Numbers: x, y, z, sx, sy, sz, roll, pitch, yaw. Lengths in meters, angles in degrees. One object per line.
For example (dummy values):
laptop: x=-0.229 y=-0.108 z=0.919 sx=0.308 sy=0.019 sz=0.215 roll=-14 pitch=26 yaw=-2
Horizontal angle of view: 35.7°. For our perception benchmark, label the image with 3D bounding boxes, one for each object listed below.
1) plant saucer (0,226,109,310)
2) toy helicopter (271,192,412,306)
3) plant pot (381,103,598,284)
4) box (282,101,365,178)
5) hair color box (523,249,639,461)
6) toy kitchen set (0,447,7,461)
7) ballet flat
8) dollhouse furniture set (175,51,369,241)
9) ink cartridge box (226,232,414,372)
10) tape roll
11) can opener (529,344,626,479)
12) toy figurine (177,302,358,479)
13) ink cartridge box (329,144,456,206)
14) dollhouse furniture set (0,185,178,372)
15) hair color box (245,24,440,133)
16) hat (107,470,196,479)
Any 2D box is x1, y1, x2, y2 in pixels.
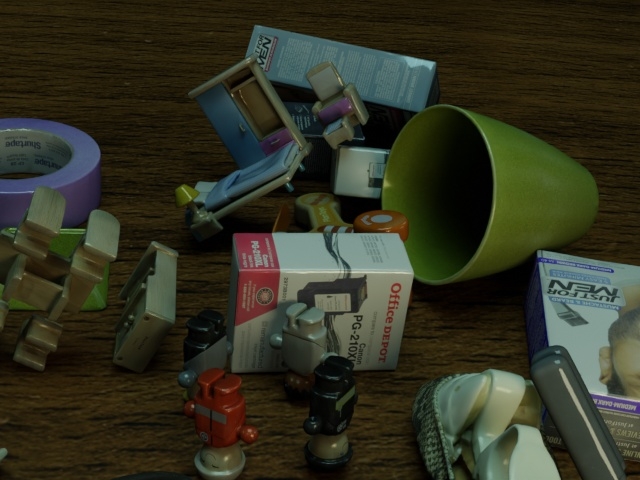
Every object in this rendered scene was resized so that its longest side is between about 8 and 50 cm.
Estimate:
plant saucer: x=-0.413 y=0.033 z=1.489 sx=0.188 sy=0.045 sz=0.188 roll=1 pitch=32 yaw=-10
toy helicopter: x=0.000 y=0.000 z=1.585 sx=0.234 sy=0.140 sz=0.355 roll=-8 pitch=22 yaw=-7
plant pot: x=0.294 y=-0.065 z=1.590 sx=0.293 sy=0.275 sz=0.275 roll=2 pitch=29 yaw=-33
box: x=-0.005 y=-0.190 z=1.890 sx=0.158 sy=0.093 sz=0.156 roll=2 pitch=30 yaw=-6
hair color box: x=0.393 y=0.153 z=1.395 sx=0.185 sy=0.110 sz=0.339 roll=9 pitch=33 yaw=2
toy kitchen set: x=-0.495 y=0.227 z=1.142 sx=0.207 sy=0.166 sz=0.122 roll=-18 pitch=13 yaw=37
ballet flat: x=0.207 y=0.260 z=1.106 sx=0.163 sy=0.182 sz=0.483 roll=2 pitch=31 yaw=-5
dollhouse furniture set: x=-0.106 y=-0.182 z=1.627 sx=0.286 sy=0.198 sz=0.303 roll=-27 pitch=16 yaw=20
ink cartridge box: x=-0.004 y=0.085 z=1.361 sx=0.237 sy=0.172 sz=0.100 roll=0 pitch=32 yaw=-11
tape roll: x=-0.508 y=-0.109 z=1.662 sx=0.274 sy=0.090 sz=0.275 roll=5 pitch=30 yaw=-3
can opener: x=0.336 y=0.242 z=1.108 sx=0.095 sy=0.284 sz=0.076 roll=-27 pitch=2 yaw=18
toy figurine: x=-0.068 y=0.187 z=1.221 sx=0.212 sy=0.148 sz=0.209 roll=-5 pitch=27 yaw=-15
ink cartridge box: x=0.123 y=-0.116 z=1.749 sx=0.208 sy=0.087 sz=0.153 roll=7 pitch=6 yaw=-3
dollhouse furniture set: x=-0.323 y=0.051 z=1.329 sx=0.242 sy=0.212 sz=0.161 roll=26 pitch=27 yaw=-22
hair color box: x=0.046 y=-0.318 z=2.013 sx=0.374 sy=0.114 sz=0.185 roll=15 pitch=-8 yaw=12
hat: x=-0.174 y=0.299 z=0.916 sx=0.331 sy=0.134 sz=0.331 roll=-17 pitch=22 yaw=7
